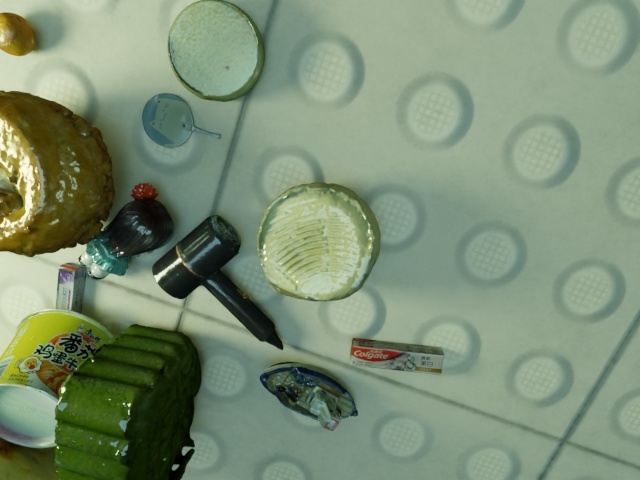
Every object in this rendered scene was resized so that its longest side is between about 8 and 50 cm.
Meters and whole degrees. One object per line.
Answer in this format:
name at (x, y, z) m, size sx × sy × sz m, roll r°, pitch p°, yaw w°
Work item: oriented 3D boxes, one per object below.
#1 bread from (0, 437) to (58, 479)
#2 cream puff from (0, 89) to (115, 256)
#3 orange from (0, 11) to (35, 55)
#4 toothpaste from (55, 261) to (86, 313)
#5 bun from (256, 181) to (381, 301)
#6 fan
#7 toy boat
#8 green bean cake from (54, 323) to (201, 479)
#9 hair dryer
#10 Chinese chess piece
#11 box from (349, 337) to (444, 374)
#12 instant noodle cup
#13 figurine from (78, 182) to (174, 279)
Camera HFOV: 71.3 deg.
bread at (-0.741, 0.519, 1.031) m, size 0.242 × 0.405 × 0.346 m, roll -41°, pitch 87°, yaw 2°
cream puff at (-0.581, -0.127, 0.889) m, size 0.342 × 0.231 × 0.327 m, roll -18°, pitch 101°, yaw 12°
orange at (-0.617, -0.414, 0.897) m, size 0.083 × 0.070 × 0.083 m, roll 4°, pitch 102°, yaw 18°
toothpaste at (-0.600, 0.150, 1.065) m, size 0.047 × 0.040 × 0.196 m, roll 15°, pitch 106°, yaw 0°
bun at (0.000, 0.000, 0.935) m, size 0.259 × 0.152 × 0.260 m, roll 0°, pitch 93°, yaw 7°
fan at (-0.298, -0.248, 0.958) m, size 0.175 × 0.005 × 0.113 m, roll 17°, pitch 105°, yaw -2°
toy boat at (-0.024, 0.370, 1.055) m, size 0.262 × 0.115 × 0.114 m, roll 30°, pitch 104°, yaw -5°
green bean cake at (-0.394, 0.383, 0.966) m, size 0.218 × 0.335 × 0.319 m, roll 9°, pitch 110°, yaw 2°
hair dryer at (-0.186, 0.120, 1.018) m, size 0.189 × 0.107 × 0.352 m, roll -40°, pitch 108°, yaw 10°
Chinese chess piece at (-0.205, -0.372, 0.884) m, size 0.188 × 0.083 × 0.189 m, roll 0°, pitch 103°, yaw 0°
box at (0.179, 0.274, 1.057) m, size 0.218 × 0.039 × 0.055 m, roll 7°, pitch 107°, yaw 1°
instant noodle cup at (-0.604, 0.314, 0.998) m, size 0.264 × 0.200 × 0.264 m, roll 0°, pitch 120°, yaw 0°
figurine at (-0.433, -0.009, 0.981) m, size 0.245 × 0.110 × 0.138 m, roll -32°, pitch 98°, yaw 19°
